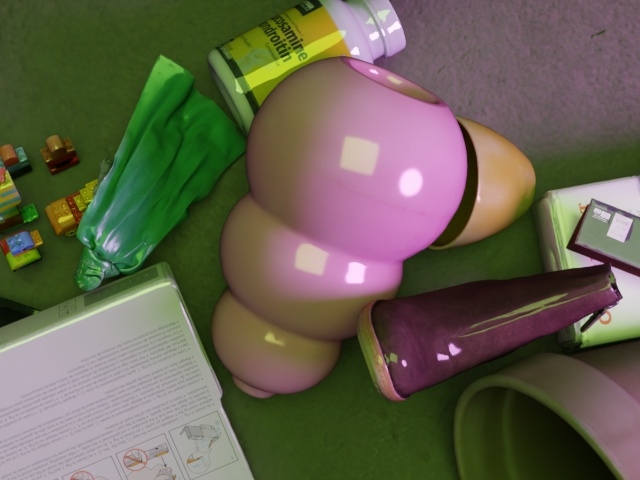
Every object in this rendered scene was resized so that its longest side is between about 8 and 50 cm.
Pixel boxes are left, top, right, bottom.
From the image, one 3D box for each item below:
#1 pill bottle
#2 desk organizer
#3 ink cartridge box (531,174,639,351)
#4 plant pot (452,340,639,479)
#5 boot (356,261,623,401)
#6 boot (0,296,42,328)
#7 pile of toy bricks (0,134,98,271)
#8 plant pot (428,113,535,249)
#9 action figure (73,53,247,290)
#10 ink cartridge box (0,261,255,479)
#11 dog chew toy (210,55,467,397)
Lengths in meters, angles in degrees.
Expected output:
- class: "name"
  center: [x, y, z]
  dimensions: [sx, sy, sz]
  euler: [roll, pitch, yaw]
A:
- class: "pill bottle"
  center: [-0.013, -0.183, 1.261]
  dimensions: [0.184, 0.103, 0.103]
  euler: [-29, 85, -6]
- class: "desk organizer"
  center: [0.302, 0.008, 1.186]
  dimensions: [0.130, 0.050, 0.047]
  euler: [22, 83, 1]
- class: "ink cartridge box"
  center: [0.336, 0.015, 1.258]
  dimensions: [0.218, 0.092, 0.158]
  euler: [-10, 83, -5]
- class: "plant pot"
  center: [0.324, 0.212, 1.149]
  dimensions: [0.280, 0.323, 0.323]
  euler: [-25, 84, -22]
- class: "boot"
  center: [0.153, 0.064, 1.106]
  dimensions: [0.207, 0.248, 0.090]
  euler: [-21, 86, 19]
- class: "boot"
  center: [-0.321, 0.105, 1.239]
  dimensions: [0.121, 0.045, 0.099]
  euler: [16, 80, 7]
- class: "pile of toy bricks"
  center: [-0.311, -0.036, 1.212]
  dimensions: [0.212, 0.105, 0.118]
  euler: [-26, 72, -11]
- class: "plant pot"
  center: [0.155, -0.056, 1.252]
  dimensions: [0.095, 0.134, 0.134]
  euler: [2, 82, -30]
- class: "action figure"
  center: [-0.173, -0.048, 1.223]
  dimensions: [0.137, 0.063, 0.232]
  euler: [43, 61, -27]
- class: "ink cartridge box"
  center: [-0.236, 0.196, 1.223]
  dimensions: [0.296, 0.066, 0.261]
  euler: [-22, 109, -5]
- class: "dog chew toy"
  center: [0.000, 0.000, 1.183]
  dimensions: [0.207, 0.206, 0.331]
  euler: [25, 106, 1]
